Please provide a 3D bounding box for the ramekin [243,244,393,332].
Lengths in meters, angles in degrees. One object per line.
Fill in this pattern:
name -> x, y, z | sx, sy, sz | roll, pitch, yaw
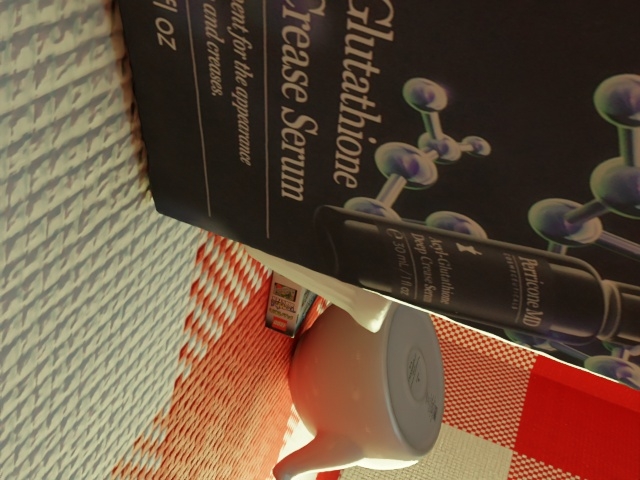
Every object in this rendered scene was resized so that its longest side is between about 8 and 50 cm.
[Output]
ramekin -> 0.043, -0.076, 0.741 | 0.277, 0.135, 0.277 | 23, 90, -85

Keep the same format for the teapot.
teapot -> 0.045, 0.181, 1.192 | 0.256, 0.187, 0.252 | 3, 80, -62

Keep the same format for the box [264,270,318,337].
box -> 0.000, 0.000, 0.994 | 0.207, 0.036, 0.114 | -57, 164, -50

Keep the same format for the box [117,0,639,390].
box -> 0.122, -0.108, 0.431 | 0.293, 0.395, 0.212 | 93, 19, -56
